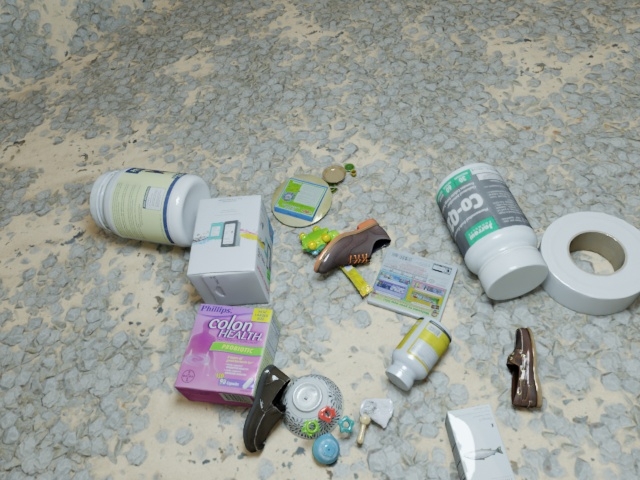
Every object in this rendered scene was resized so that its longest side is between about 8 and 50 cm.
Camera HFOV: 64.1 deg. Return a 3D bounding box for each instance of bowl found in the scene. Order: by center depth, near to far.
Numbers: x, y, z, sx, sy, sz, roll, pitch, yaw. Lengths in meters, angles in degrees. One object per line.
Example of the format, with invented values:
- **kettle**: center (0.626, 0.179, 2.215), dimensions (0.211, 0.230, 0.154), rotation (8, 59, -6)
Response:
- **bowl**: center (-0.028, 0.409, 1.301), dimensions (0.170, 0.080, 0.170), rotation (-4, 55, 6)

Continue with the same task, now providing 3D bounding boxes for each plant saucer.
- **plant saucer**: center (0.048, -0.223, 1.745), dimensions (0.083, 0.015, 0.083), rotation (-6, 51, 7)

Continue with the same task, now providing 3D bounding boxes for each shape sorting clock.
- **shape sorting clock**: center (-0.063, -0.134, 1.712), dimensions (0.206, 0.040, 0.206), rotation (-4, 58, 7)

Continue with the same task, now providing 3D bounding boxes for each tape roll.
- **tape roll**: center (0.748, 0.058, 1.407), dimensions (0.286, 0.100, 0.286), rotation (-5, 54, 7)

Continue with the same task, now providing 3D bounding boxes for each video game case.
- **video game case**: center (0.267, 0.129, 1.483), dimensions (0.212, 0.023, 0.193), rotation (16, 59, 19)

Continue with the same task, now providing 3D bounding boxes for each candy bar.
- **candy bar**: center (0.098, 0.104, 1.519), dimensions (0.040, 0.018, 0.161), rotation (-28, 46, -14)

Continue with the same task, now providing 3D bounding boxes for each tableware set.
- **tableware set**: center (0.056, -0.213, 1.759), dimensions (0.154, 0.024, 0.104), rotation (-22, 54, -6)

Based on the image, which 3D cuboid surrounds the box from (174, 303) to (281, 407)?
- **box**: center (-0.242, 0.310, 1.383), dimensions (0.214, 0.117, 0.243), rotation (4, 55, 12)

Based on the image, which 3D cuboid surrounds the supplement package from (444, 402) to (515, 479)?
- **supplement package**: center (0.360, 0.483, 1.168), dimensions (0.105, 0.105, 0.179), rotation (-11, 54, 1)

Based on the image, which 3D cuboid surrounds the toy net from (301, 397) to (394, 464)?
- **toy net**: center (0.072, 0.446, 1.265), dimensions (0.232, 0.045, 0.122), rotation (-27, 77, -19)

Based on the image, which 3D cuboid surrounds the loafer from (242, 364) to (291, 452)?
- **loafer**: center (-0.129, 0.423, 1.262), dimensions (0.078, 0.080, 0.220), rotation (14, 91, 22)

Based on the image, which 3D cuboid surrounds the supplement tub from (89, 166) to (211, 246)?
- **supplement tub**: center (-0.545, -0.112, 1.658), dimensions (0.325, 0.235, 0.235), rotation (8, 57, 14)

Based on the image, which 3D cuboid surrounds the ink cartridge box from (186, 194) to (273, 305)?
- **ink cartridge box**: center (-0.260, 0.034, 1.531), dimensions (0.197, 0.198, 0.270), rotation (-4, 56, 6)

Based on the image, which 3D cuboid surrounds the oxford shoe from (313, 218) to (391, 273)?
- **oxford shoe**: center (0.098, 0.030, 1.520), dimensions (0.271, 0.097, 0.098), rotation (-33, 61, -26)

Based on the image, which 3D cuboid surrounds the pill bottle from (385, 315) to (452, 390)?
- **pill bottle**: center (0.250, 0.292, 1.322), dimensions (0.103, 0.103, 0.184), rotation (32, 66, 27)

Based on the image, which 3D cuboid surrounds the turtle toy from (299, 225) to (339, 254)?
- **turtle toy**: center (0.000, 0.000, 1.591), dimensions (0.130, 0.066, 0.095), rotation (-27, 32, -12)

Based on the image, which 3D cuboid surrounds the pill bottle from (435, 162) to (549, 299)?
- **pill bottle**: center (0.480, -0.028, 1.447), dimensions (0.204, 0.204, 0.361), rotation (-15, 54, -1)

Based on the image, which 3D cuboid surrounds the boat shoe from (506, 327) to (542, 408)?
- **boat shoe**: center (0.505, 0.314, 1.282), dimensions (0.073, 0.073, 0.207), rotation (2, 55, 8)
